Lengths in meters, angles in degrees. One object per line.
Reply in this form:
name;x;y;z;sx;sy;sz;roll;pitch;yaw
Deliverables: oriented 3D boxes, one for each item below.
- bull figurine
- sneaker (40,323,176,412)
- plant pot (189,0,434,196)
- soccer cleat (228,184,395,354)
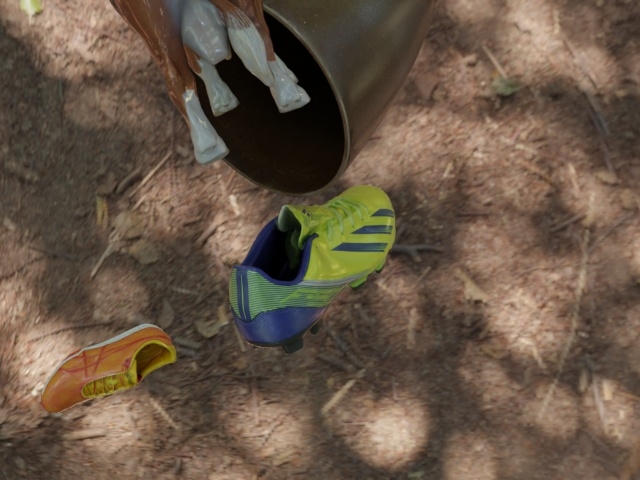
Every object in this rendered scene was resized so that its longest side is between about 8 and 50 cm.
bull figurine;-0.084;-0.177;0.688;0.101;0.310;0.188;-23;107;9
sneaker;-0.261;0.160;1.201;0.175;0.067;0.064;-30;129;-19
plant pot;0.007;-0.194;0.956;0.215;0.215;0.230;50;56;-4
soccer cleat;0.001;0.000;1.025;0.289;0.093;0.121;-47;132;-47
